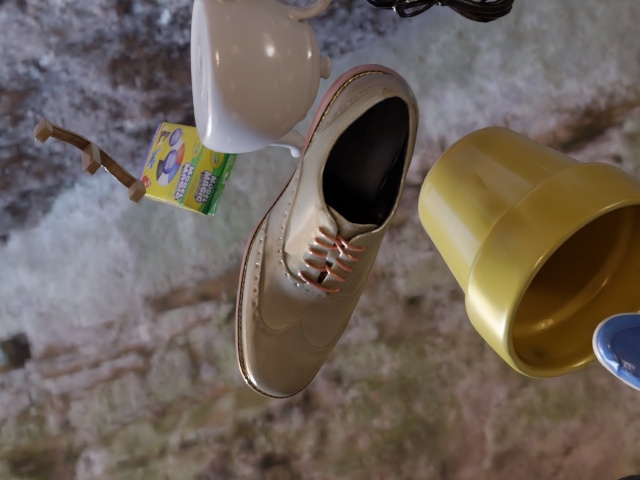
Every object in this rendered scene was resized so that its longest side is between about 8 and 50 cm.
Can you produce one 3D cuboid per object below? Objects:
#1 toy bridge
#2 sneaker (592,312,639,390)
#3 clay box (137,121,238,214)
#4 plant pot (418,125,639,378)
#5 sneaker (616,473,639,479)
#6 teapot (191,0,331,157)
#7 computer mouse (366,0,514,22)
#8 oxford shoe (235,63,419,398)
[{"bbox_3d":[-0.329,-0.119,1.805,0.188,0.063,0.026,34,108,-31],"label":"toy bridge"},{"bbox_3d":[0.255,0.089,0.828,0.058,0.152,0.084,-59,169,-5],"label":"sneaker"},{"bbox_3d":[-0.212,-0.116,1.988,0.053,0.128,0.222,23,175,-32],"label":"clay box"},{"bbox_3d":[0.248,-0.008,1.474,0.254,0.239,0.254,-21,135,-22],"label":"plant pot"},{"bbox_3d":[0.210,0.240,0.928,0.178,0.077,0.072,-28,-160,5],"label":"sneaker"},{"bbox_3d":[-0.076,-0.244,1.732,0.187,0.253,0.256,-3,-178,-11],"label":"teapot"},{"bbox_3d":[0.149,-0.349,1.241,0.188,0.072,0.272,1,132,-28],"label":"computer mouse"},{"bbox_3d":[0.000,0.000,1.369,0.140,0.397,0.146,16,-170,-8],"label":"oxford shoe"}]
